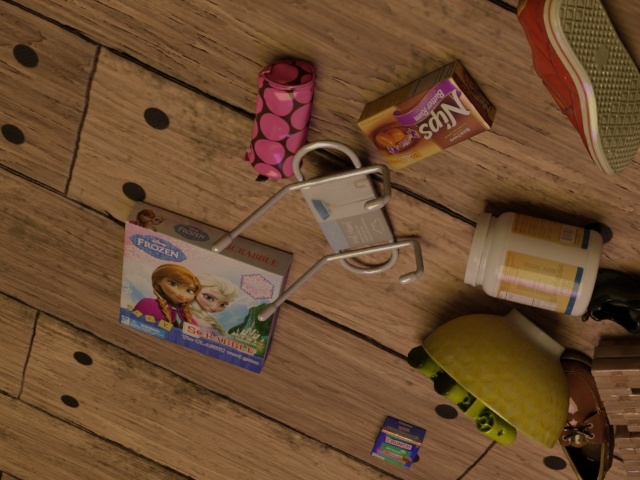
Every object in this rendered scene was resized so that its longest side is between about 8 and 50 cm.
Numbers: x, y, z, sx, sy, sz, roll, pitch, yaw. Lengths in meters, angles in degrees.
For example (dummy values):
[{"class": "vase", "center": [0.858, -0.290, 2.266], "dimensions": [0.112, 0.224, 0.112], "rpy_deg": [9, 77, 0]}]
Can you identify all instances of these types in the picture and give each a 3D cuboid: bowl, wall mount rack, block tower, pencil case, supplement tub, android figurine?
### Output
[{"class": "bowl", "center": [0.339, 0.215, 1.837], "dimensions": [0.289, 0.289, 0.156], "rpy_deg": [37, 94, -15]}, {"class": "wall mount rack", "center": [0.000, 0.000, 1.761], "dimensions": [0.304, 0.130, 0.350], "rpy_deg": [-13, 137, 14]}, {"class": "block tower", "center": [0.583, 0.316, 1.908], "dimensions": [0.097, 0.091, 0.335], "rpy_deg": [-5, 131, 27]}, {"class": "pencil case", "center": [-0.067, -0.195, 1.683], "dimensions": [0.098, 0.095, 0.209], "rpy_deg": [18, 134, 5]}, {"class": "supplement tub", "center": [0.345, 0.034, 1.693], "dimensions": [0.200, 0.144, 0.144], "rpy_deg": [14, 136, 11]}, {"class": "android figurine", "center": [0.271, 0.285, 1.932], "dimensions": [0.056, 0.248, 0.273], "rpy_deg": [-50, 136, 4]}]

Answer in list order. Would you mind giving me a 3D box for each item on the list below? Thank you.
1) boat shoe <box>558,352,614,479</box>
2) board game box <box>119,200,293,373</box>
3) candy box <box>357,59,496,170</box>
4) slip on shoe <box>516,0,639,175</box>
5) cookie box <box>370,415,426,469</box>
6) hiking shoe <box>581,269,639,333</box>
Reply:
[{"class": "boat shoe", "center": [0.498, 0.344, 1.959], "dimensions": [0.111, 0.104, 0.307], "rpy_deg": [-7, 129, 28]}, {"class": "board game box", "center": [-0.235, 0.100, 2.055], "dimensions": [0.319, 0.066, 0.318], "rpy_deg": [19, 136, 5]}, {"class": "candy box", "center": [0.164, -0.191, 1.617], "dimensions": [0.187, 0.053, 0.109], "rpy_deg": [-21, 121, 38]}, {"class": "slip on shoe", "center": [0.372, -0.228, 1.469], "dimensions": [0.101, 0.123, 0.331], "rpy_deg": [22, 155, 51]}, {"class": "cookie box", "center": [0.166, 0.434, 2.232], "dimensions": [0.092, 0.040, 0.107], "rpy_deg": [20, 136, 4]}, {"class": "hiking shoe", "center": [0.546, 0.115, 1.710], "dimensions": [0.227, 0.114, 0.086], "rpy_deg": [2, 133, 21]}]
